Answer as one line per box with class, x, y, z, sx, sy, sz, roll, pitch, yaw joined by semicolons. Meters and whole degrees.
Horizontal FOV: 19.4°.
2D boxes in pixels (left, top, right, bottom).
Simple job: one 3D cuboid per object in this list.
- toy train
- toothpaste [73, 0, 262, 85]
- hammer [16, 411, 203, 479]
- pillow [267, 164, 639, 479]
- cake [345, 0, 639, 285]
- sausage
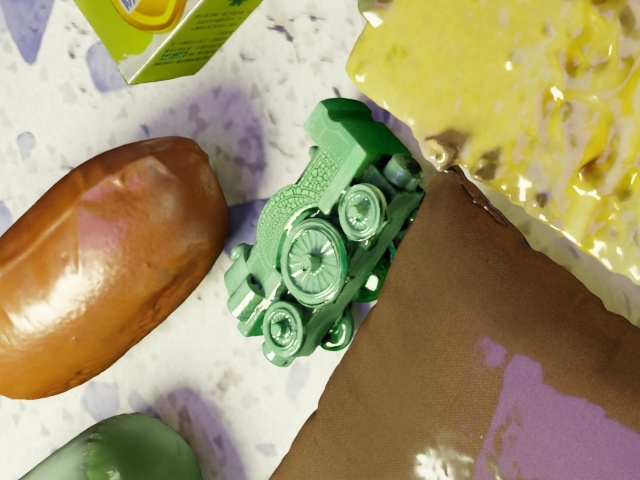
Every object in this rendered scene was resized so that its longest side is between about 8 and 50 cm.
toy train;0.000;0.000;1.234;0.104;0.071;0.178;49;120;27
toothpaste;-0.043;-0.244;1.214;0.327;0.077;0.110;-44;75;32
hammer;-0.112;0.300;1.351;0.206;0.119;0.336;-39;83;35
pillow;0.122;0.159;1.156;0.308;0.108;0.305;37;113;20
cake;0.156;-0.143;1.006;0.286;0.227;0.222;35;112;23
sausage;-0.166;0.024;1.319;0.258;0.133;0.133;-39;76;33
